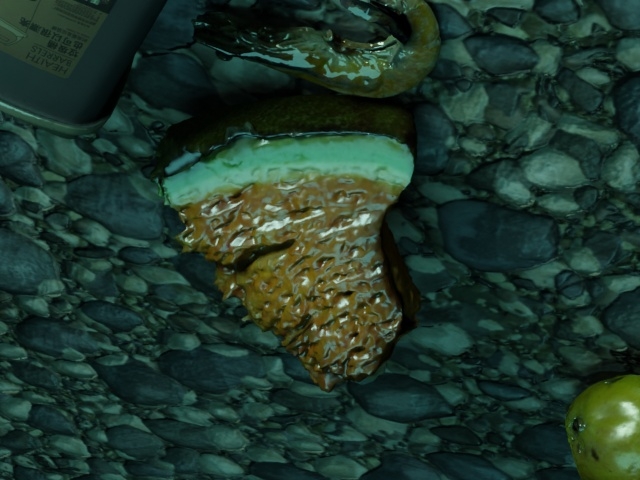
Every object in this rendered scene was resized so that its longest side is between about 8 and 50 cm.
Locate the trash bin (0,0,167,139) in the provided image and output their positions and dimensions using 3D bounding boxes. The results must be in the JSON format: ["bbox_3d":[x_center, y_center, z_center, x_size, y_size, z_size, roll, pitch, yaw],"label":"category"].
[{"bbox_3d":[-0.227,-0.219,1.631,0.209,0.182,0.290,27,138,-15],"label":"trash bin"}]

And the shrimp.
[{"bbox_3d":[-0.003,-0.184,1.704,0.219,0.046,0.152,10,147,0],"label":"shrimp"}]

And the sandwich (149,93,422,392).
[{"bbox_3d":[0.000,0.000,1.868,0.250,0.162,0.301,-11,109,14],"label":"sandwich"}]

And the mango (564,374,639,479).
[{"bbox_3d":[0.351,0.235,2.101,0.167,0.130,0.262,-2,149,15],"label":"mango"}]
